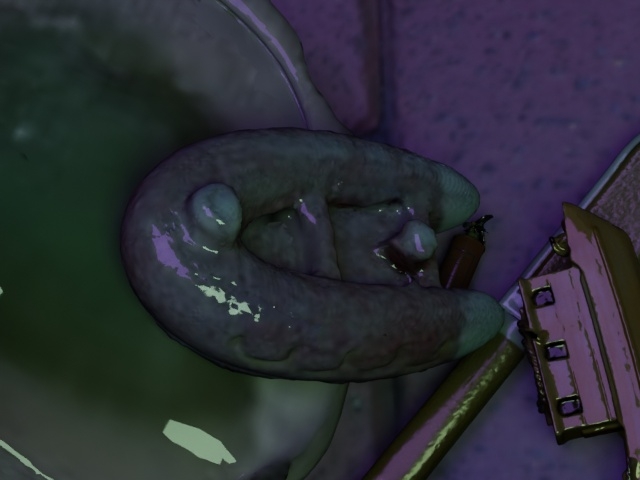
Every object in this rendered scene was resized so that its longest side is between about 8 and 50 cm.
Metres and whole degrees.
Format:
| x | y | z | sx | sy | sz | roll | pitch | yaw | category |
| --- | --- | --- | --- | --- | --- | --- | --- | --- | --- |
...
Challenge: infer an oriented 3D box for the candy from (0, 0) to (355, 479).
| x | y | z | sx | sy | sz | roll | pitch | yaw | category |
| --- | --- | --- | --- | --- | --- | --- | --- | --- | --- |
| -0.165 | -0.015 | 1.036 | 0.386 | 0.186 | 0.427 | 14 | 62 | -10 | candy |

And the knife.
| x | y | z | sx | sy | sz | roll | pitch | yaw | category |
| --- | --- | --- | --- | --- | --- | --- | --- | --- | --- |
| 0.140 | 0.045 | 1.001 | 0.061 | 0.027 | 0.343 | 37 | 82 | 16 | knife |

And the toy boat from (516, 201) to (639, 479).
| x | y | z | sx | sy | sz | roll | pitch | yaw | category |
| --- | --- | --- | --- | --- | --- | --- | --- | --- | --- |
| 0.158 | 0.077 | 0.947 | 0.077 | 0.057 | 0.201 | -15 | 73 | 6 | toy boat |

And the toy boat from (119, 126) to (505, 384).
| x | y | z | sx | sy | sz | roll | pitch | yaw | category |
| --- | --- | --- | --- | --- | --- | --- | --- | --- | --- |
| 0.000 | 0.000 | 0.943 | 0.227 | 0.085 | 0.155 | 4 | 63 | -21 | toy boat |

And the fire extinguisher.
| x | y | z | sx | sy | sz | roll | pitch | yaw | category |
| --- | --- | --- | --- | --- | --- | --- | --- | --- | --- |
| 0.086 | 0.022 | 1.035 | 0.028 | 0.022 | 0.083 | -5 | 57 | 62 | fire extinguisher |
